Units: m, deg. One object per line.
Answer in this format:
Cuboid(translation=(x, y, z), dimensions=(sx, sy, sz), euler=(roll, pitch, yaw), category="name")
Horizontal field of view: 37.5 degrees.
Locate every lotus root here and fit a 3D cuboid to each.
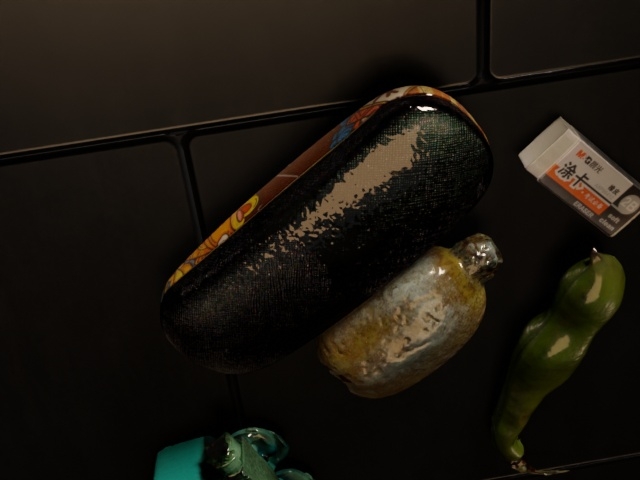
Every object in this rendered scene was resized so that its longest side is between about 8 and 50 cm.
Cuboid(translation=(0.082, 0.064, 0.844), dimensions=(0.192, 0.088, 0.113), euler=(-39, 116, 17), category="lotus root")

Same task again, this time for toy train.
Cuboid(translation=(-0.087, 0.276, 0.959), dimensions=(0.154, 0.107, 0.198), euler=(-21, 127, 15), category="toy train")

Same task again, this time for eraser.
Cuboid(translation=(0.231, -0.053, 0.819), dimensions=(0.122, 0.029, 0.052), euler=(33, 114, -29), category="eraser")

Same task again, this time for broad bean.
Cuboid(translation=(0.230, 0.128, 0.936), dimensions=(0.098, 0.056, 0.318), euler=(-7, 132, -12), category="broad bean")

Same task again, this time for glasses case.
Cuboid(translation=(0.000, 0.000, 0.785), dimensions=(0.321, 0.082, 0.122), euler=(-39, 121, 19), category="glasses case")
